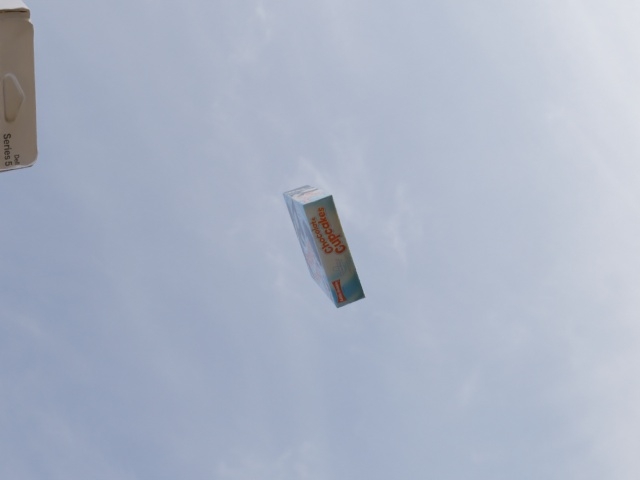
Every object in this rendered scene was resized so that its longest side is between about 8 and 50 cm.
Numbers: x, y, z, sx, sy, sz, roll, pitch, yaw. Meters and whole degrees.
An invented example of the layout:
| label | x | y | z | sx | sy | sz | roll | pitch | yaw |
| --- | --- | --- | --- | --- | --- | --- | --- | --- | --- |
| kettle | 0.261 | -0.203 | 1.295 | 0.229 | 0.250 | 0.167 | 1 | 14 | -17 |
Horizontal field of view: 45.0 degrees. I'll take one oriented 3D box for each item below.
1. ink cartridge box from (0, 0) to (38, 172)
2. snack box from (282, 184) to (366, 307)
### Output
| label | x | y | z | sx | sy | sz | roll | pitch | yaw |
| --- | --- | --- | --- | --- | --- | --- | --- | --- | --- |
| ink cartridge box | -0.435 | -0.227 | 0.903 | 0.115 | 0.273 | 0.198 | -17 | -45 | -34 |
| snack box | 0.000 | 0.000 | 1.428 | 0.060 | 0.322 | 0.187 | -20 | -81 | -6 |
